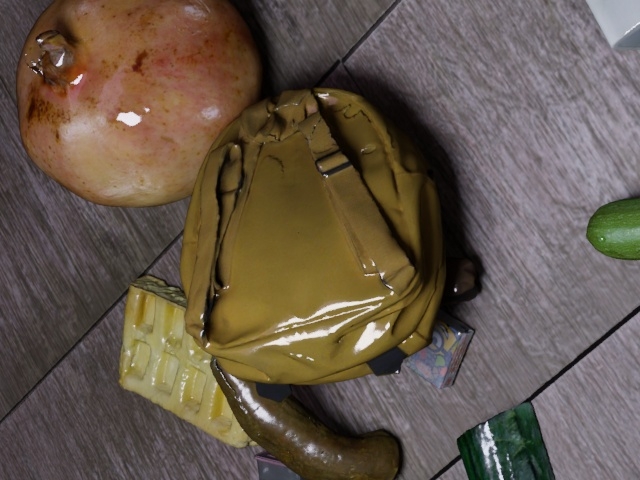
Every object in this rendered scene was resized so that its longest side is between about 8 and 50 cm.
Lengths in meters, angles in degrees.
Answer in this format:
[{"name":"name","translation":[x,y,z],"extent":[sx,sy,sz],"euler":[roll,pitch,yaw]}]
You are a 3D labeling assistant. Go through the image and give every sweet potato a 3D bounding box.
[{"name":"sweet potato","translation":[-0.029,0.230,2.098],"extent":[0.286,0.085,0.112],"euler":[37,87,-2]}]

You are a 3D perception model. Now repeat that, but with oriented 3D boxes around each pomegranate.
[{"name":"pomegranate","translation":[-0.253,-0.201,2.145],"extent":[0.338,0.338,0.338],"euler":[5,98,39]}]

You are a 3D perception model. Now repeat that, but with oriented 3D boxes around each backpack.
[{"name":"backpack","translation":[0.000,-0.003,1.994],"extent":[0.353,0.201,0.378],"euler":[-9,62,17]}]

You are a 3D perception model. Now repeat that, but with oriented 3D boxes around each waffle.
[{"name":"waffle","translation":[-0.178,0.167,2.294],"extent":[0.274,0.057,0.168],"euler":[23,110,35]}]

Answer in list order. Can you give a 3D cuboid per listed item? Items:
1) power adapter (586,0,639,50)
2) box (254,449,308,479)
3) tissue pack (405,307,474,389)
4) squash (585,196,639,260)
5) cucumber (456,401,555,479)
[{"name":"power adapter","translation":[0.364,-0.259,1.749],"extent":[0.125,0.130,0.205],"euler":[-36,71,36]},{"name":"box","translation":[-0.040,0.314,2.199],"extent":[0.085,0.060,0.063],"euler":[8,108,38]},{"name":"tissue pack","translation":[0.147,0.134,2.036],"extent":[0.063,0.035,0.083],"euler":[32,114,33]},{"name":"squash","translation":[0.389,-0.023,1.795],"extent":[0.219,0.068,0.077],"euler":[-18,79,39]},{"name":"cucumber","translation":[0.233,0.329,1.973],"extent":[0.115,0.063,0.244],"euler":[-25,80,39]}]
